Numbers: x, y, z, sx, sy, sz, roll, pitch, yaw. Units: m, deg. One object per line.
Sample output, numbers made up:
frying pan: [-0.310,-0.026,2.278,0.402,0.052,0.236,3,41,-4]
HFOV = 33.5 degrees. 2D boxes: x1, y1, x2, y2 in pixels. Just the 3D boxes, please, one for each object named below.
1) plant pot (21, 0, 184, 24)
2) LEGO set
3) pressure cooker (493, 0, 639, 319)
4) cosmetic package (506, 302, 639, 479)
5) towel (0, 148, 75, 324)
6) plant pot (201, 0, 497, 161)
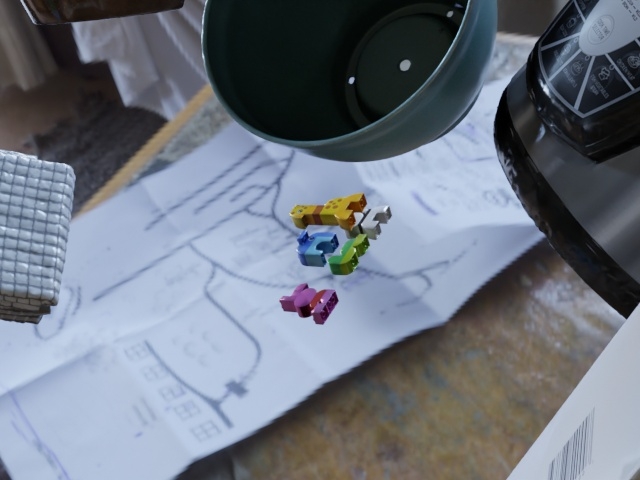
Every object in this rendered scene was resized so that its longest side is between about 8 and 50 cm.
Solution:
plant pot: [-0.162,-0.271,0.732,0.215,0.230,0.215,-6,16,2]
LEGO set: [0.000,0.000,1.374,0.093,0.087,0.227,2,37,30]
pressure cooker: [0.406,-0.143,0.929,0.370,0.420,0.375,45,30,4]
cosmetic package: [0.239,0.169,0.592,0.225,0.224,0.138,25,38,0]
towel: [-0.482,-0.015,1.419,0.284,0.121,0.235,9,58,-21]
plant pot: [0.056,-0.203,1.076,0.293,0.196,0.293,-9,71,28]
